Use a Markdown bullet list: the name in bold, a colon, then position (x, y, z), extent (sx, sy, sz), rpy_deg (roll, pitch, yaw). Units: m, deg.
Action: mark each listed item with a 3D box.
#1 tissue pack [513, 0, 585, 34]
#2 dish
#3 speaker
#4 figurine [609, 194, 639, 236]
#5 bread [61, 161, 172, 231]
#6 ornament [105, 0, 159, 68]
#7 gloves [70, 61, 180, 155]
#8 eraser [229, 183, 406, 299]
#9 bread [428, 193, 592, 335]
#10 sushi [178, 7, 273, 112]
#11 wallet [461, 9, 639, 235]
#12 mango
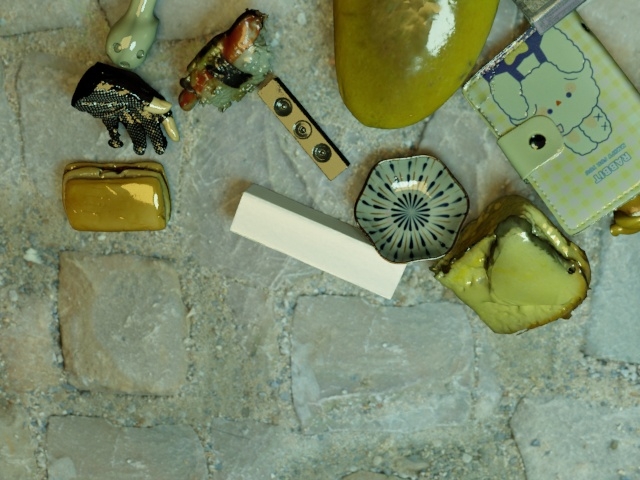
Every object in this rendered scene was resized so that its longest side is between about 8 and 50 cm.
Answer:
- **tissue pack**: position (0.364, -0.396, 1.297), extent (0.156, 0.112, 0.051), rpy_deg (-38, 136, 17)
- **dish**: position (0.149, -0.047, 1.432), extent (0.191, 0.066, 0.190), rpy_deg (-1, 81, 4)
- **speaker**: position (-0.027, -0.187, 1.446), extent (0.040, 0.046, 0.191), rpy_deg (-39, 94, 14)
- **figurine**: position (0.536, -0.061, 1.353), extent (0.176, 0.122, 0.121), rpy_deg (-20, 98, 14)
- **bread**: position (-0.363, -0.075, 1.517), extent (0.200, 0.077, 0.116), rpy_deg (1, 113, 9)
- **ornament**: position (-0.302, -0.360, 1.432), extent (0.075, 0.081, 0.156), rpy_deg (36, 109, 41)
- **gloves**: position (-0.317, -0.224, 1.467), extent (0.181, 0.106, 0.129), rpy_deg (29, 120, -31)
- **eraser**: position (0.000, 0.000, 1.474), extent (0.298, 0.078, 0.076), rpy_deg (23, 106, 2)
- **bread**: position (0.326, 0.038, 1.395), extent (0.204, 0.162, 0.262), rpy_deg (47, 148, -6)
- **sushi**: position (-0.148, -0.284, 1.416), extent (0.226, 0.097, 0.103), rpy_deg (-36, 91, 30)
- **wallet**: position (0.387, -0.186, 1.336), extent (0.223, 0.077, 0.309), rpy_deg (-38, 76, 23)
- **mango**: position (0.133, -0.343, 1.309), extent (0.253, 0.182, 0.365), rpy_deg (18, 106, 3)
